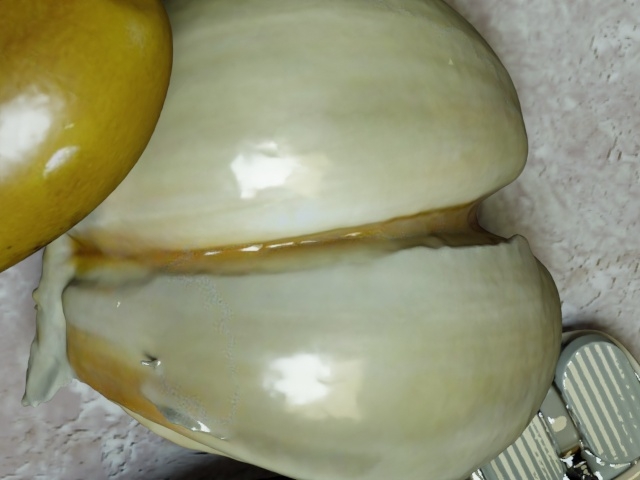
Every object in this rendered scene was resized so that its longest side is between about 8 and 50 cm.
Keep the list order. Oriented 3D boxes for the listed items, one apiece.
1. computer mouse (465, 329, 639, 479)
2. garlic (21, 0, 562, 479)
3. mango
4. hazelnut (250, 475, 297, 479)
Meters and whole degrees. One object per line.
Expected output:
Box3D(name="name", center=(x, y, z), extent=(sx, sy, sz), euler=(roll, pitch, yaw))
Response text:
Box3D(name="computer mouse", center=(0.180, 0.168, 1.012), extent=(0.145, 0.082, 0.236), euler=(-25, 123, 0))
Box3D(name="garlic", center=(0.000, 0.000, 0.814), extent=(0.313, 0.286, 0.249), euler=(3, 162, -11))
Box3D(name="mango", center=(-0.163, -0.050, 0.678), extent=(0.221, 0.151, 0.120), euler=(-37, 120, 18))
Box3D(name="hazelnut", center=(-0.019, 0.349, 0.918), extent=(0.421, 0.352, 0.421), euler=(12, 139, 11))
